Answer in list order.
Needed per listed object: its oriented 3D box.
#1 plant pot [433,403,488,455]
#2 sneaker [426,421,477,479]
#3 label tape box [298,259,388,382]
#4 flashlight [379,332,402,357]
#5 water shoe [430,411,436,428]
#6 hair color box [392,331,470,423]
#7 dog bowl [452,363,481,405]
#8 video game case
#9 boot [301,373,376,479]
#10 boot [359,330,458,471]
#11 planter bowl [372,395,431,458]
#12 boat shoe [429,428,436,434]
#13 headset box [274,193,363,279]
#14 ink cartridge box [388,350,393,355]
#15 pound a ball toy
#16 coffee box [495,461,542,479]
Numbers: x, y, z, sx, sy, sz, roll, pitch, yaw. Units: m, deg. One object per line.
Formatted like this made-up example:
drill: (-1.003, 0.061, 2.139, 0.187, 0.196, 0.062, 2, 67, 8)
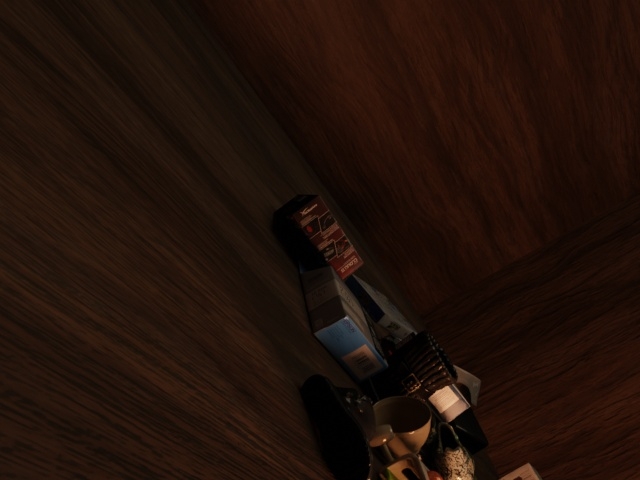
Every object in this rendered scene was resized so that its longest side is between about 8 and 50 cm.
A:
plant pot: (0.465, 0.691, 2.057, 0.167, 0.188, 0.187, 38, 20, -34)
sneaker: (0.384, 0.618, 1.658, 0.410, 0.158, 0.182, -2, 89, -89)
label tape box: (0.061, 0.210, 1.664, 0.249, 0.115, 0.347, 52, 13, -32)
flashlight: (0.293, 0.416, 2.223, 0.103, 0.103, 0.304, 63, 9, 10)
water shoe: (0.271, 0.516, 1.727, 0.203, 0.080, 0.073, 50, -31, -4)
hair color box: (0.354, 0.443, 1.848, 0.174, 0.105, 0.347, 51, 4, -8)
dog bowl: (0.473, 0.531, 2.220, 0.349, 0.102, 0.349, 27, -9, 4)
video game case: (0.239, 0.272, 2.218, 0.244, 0.061, 0.269, 33, 11, -40)
boot: (0.072, 0.403, 1.180, 0.207, 0.094, 0.246, 39, 15, -52)
boot: (0.288, 0.460, 1.593, 0.348, 0.260, 0.131, 61, 10, 11)
planter bowl: (0.212, 0.501, 1.474, 0.162, 0.162, 0.109, -89, 173, -72)
boat shoe: (0.351, 0.640, 1.919, 0.223, 0.080, 0.073, 64, 5, 2)
headset box: (0.000, 0.000, 1.797, 0.293, 0.110, 0.218, 56, -13, -16)
ink cartridge box: (0.278, 0.497, 1.963, 0.231, 0.078, 0.134, 49, 12, -43)
pound a ball toy: (0.246, 0.594, 1.352, 0.319, 0.136, 0.208, 53, 11, -31)
coffee box: (0.560, 0.823, 1.733, 0.168, 0.297, 0.118, 45, 13, -51)
